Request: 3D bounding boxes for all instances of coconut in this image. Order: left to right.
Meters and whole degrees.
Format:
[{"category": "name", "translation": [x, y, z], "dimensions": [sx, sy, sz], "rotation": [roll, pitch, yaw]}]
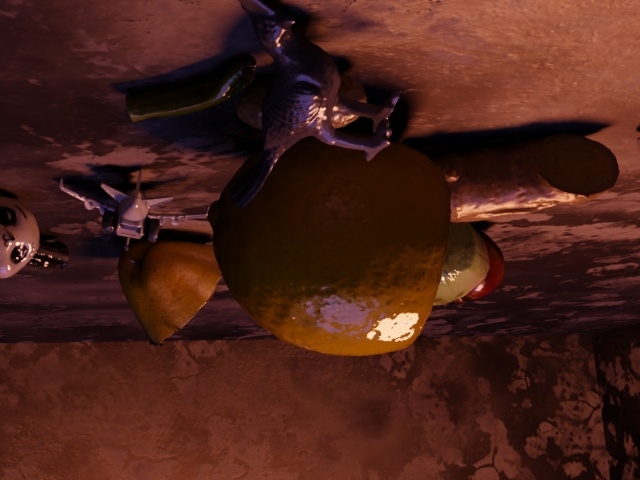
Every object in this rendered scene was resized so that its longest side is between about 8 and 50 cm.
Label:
[{"category": "coconut", "translation": [0.216, 0.029, 1.953], "dimensions": [0.236, 0.204, 0.236], "rotation": [-19, 158, -8]}]

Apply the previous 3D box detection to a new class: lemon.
[{"category": "lemon", "translation": [0.000, 0.000, 1.482], "dimensions": [0.365, 0.364, 0.364], "rotation": [-4, 167, -1]}]

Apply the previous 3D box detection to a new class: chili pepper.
[{"category": "chili pepper", "translation": [-0.163, -0.190, 1.274], "dimensions": [0.202, 0.050, 0.052], "rotation": [-12, -159, 25]}]

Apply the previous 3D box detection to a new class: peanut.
[{"category": "peanut", "translation": [-0.027, -0.180, 1.286], "dimensions": [0.175, 0.080, 0.080], "rotation": [-4, 167, 14]}]

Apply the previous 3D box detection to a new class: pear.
[{"category": "pear", "translation": [-0.337, 0.072, 2.074], "dimensions": [0.178, 0.266, 0.267], "rotation": [39, 147, -21]}]

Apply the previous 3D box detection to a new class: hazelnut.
[{"category": "hazelnut", "translation": [0.296, 0.041, 2.147], "dimensions": [0.204, 0.177, 0.178], "rotation": [-8, 167, 39]}]

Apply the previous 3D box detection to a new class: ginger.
[{"category": "ginger", "translation": [0.304, -0.097, 1.615], "dimensions": [0.354, 0.126, 0.190], "rotation": [-6, 161, 17]}]

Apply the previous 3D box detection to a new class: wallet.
[{"category": "wallet", "translation": [-0.673, 0.026, 1.986], "dimensions": [0.262, 0.071, 0.221], "rotation": [-4, 169, 32]}]

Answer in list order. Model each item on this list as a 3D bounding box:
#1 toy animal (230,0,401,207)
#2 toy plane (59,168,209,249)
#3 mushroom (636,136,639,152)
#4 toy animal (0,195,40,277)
[{"category": "toy animal", "translation": [-0.009, -0.155, 1.202], "dimensions": [0.206, 0.081, 0.367], "rotation": [8, 145, 0]}, {"category": "toy plane", "translation": [-0.327, -0.044, 1.709], "dimensions": [0.251, 0.101, 0.255], "rotation": [11, 164, -11]}, {"category": "mushroom", "translation": [0.620, -0.138, 1.605], "dimensions": [0.247, 0.108, 0.096], "rotation": [2, -154, -15]}, {"category": "toy animal", "translation": [-0.576, -0.013, 1.695], "dimensions": [0.179, 0.165, 0.138], "rotation": [-12, -163, -16]}]
